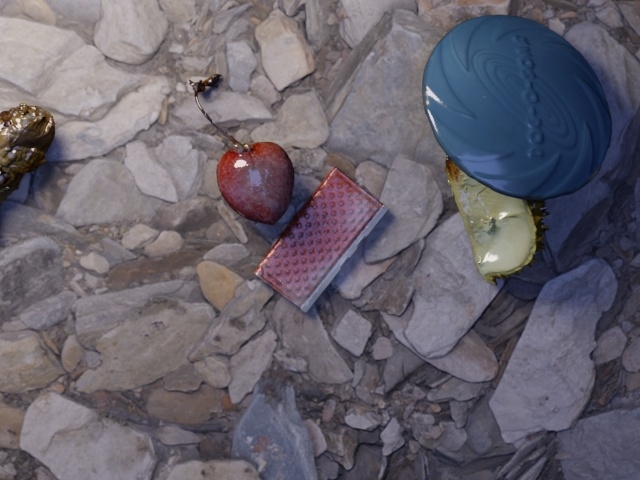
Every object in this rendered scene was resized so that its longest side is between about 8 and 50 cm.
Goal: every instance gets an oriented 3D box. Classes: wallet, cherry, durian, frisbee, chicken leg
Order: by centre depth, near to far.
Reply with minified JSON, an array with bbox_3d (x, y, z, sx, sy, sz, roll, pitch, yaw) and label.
[{"bbox_3d":[-0.423,-0.093,1.201,0.085,0.069,0.197,21,103,-37],"label":"chicken leg"},{"bbox_3d":[-0.101,-0.127,1.243,0.107,0.090,0.225,-18,94,5],"label":"cherry"},{"bbox_3d":[0.282,-0.194,1.254,0.290,0.049,0.289,5,70,-15],"label":"frisbee"},{"bbox_3d":[0.000,0.000,1.316,0.103,0.020,0.196,37,92,-16],"label":"wallet"},{"bbox_3d":[0.263,-0.058,1.317,0.139,0.144,0.252,-20,110,16],"label":"durian"}]
